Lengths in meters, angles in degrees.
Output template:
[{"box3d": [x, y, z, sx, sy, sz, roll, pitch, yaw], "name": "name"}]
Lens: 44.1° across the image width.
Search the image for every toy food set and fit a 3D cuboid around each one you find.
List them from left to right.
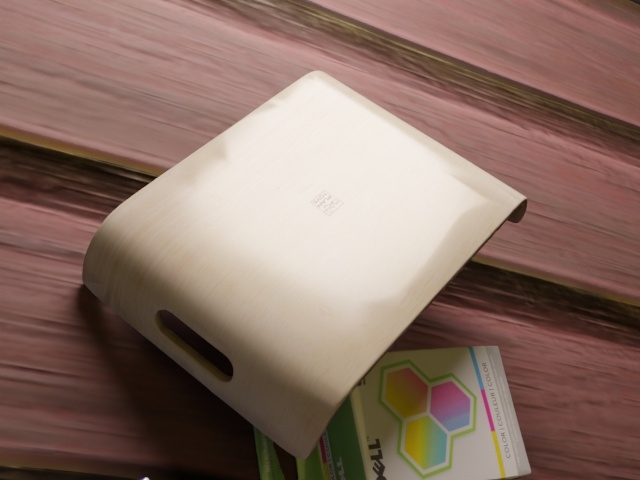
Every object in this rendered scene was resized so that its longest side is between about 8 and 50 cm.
[{"box3d": [0.000, 0.000, 0.637, 0.220, 0.092, 0.306, 36, 55, 18], "name": "toy food set"}]

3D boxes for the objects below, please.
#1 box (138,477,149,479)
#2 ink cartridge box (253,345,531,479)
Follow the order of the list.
[{"box3d": [-0.130, 0.229, 0.447, 0.126, 0.072, 0.137, -15, 72, -57], "name": "box"}, {"box3d": [0.056, 0.147, 0.621, 0.209, 0.062, 0.109, 2, 64, -28], "name": "ink cartridge box"}]
